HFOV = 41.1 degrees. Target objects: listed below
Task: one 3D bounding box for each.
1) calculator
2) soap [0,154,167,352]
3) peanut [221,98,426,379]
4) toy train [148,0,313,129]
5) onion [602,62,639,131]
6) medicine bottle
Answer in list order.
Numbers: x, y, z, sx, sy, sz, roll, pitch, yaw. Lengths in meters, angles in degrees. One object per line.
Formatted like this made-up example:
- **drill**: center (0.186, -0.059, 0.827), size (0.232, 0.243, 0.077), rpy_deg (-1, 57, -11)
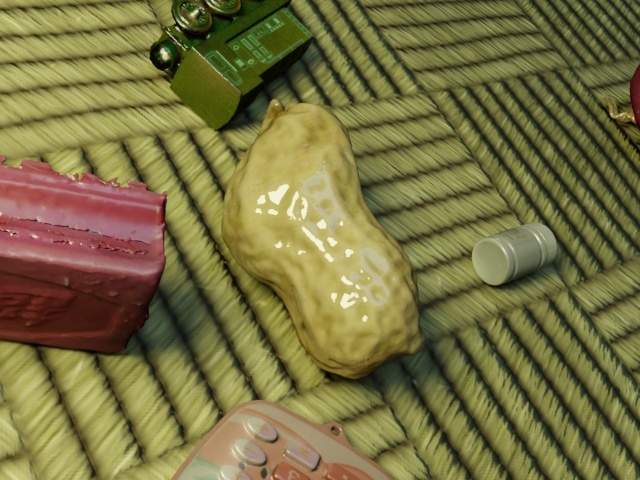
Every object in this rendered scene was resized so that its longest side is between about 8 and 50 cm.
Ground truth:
- **calculator**: center (-0.042, 0.272, 0.675), size (0.220, 0.048, 0.329), rpy_deg (32, 44, 0)
- **soap**: center (-0.262, 0.010, 0.689), size (0.250, 0.162, 0.099), rpy_deg (10, 57, -19)
- **peanut**: center (-0.010, 0.001, 0.845), size (0.159, 0.143, 0.291), rpy_deg (-23, 69, -2)
- **toy train**: center (-0.100, -0.236, 1.016), size (0.137, 0.090, 0.225), rpy_deg (44, 47, -1)
- **onion**: center (0.537, -0.202, 1.288), size (0.177, 0.153, 0.177), rpy_deg (29, 33, -22)
- **medicine bottle**: center (0.230, 0.015, 1.010), size (0.091, 0.058, 0.058), rpy_deg (-16, 64, -36)
